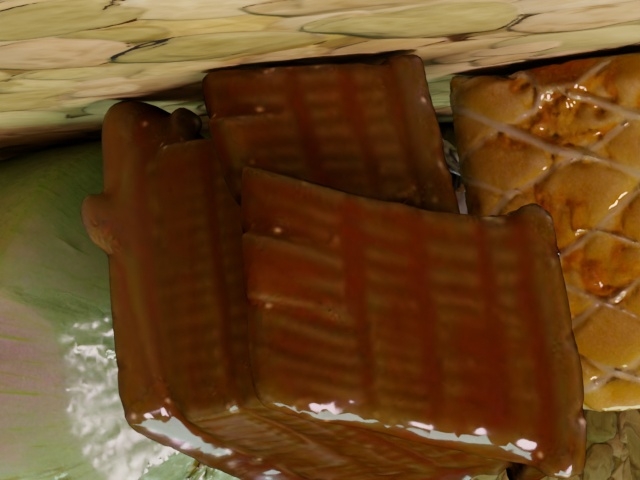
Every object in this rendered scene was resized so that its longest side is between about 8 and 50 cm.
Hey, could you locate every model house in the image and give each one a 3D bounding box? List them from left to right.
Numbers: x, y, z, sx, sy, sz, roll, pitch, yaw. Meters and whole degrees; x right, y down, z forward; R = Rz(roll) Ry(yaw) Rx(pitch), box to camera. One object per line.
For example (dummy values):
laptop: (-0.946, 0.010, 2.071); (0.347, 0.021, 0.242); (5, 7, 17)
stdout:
model house: (0.026, 0.023, 0.919); (0.229, 0.199, 0.219); (-10, 163, 37)

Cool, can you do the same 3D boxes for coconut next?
coconut: (-0.125, 0.071, 1.160); (0.328, 0.281, 0.328); (17, 151, 10)

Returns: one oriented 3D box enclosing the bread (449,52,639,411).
bread: (0.145, -0.003, 0.988); (0.125, 0.188, 0.068); (-8, 180, 28)

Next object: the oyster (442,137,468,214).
oyster: (0.083, -0.030, 1.237); (0.165, 0.053, 0.108); (38, 135, -21)

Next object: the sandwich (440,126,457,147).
sandwich: (0.068, -0.030, 1.432); (0.273, 0.095, 0.249); (-6, 175, 44)
